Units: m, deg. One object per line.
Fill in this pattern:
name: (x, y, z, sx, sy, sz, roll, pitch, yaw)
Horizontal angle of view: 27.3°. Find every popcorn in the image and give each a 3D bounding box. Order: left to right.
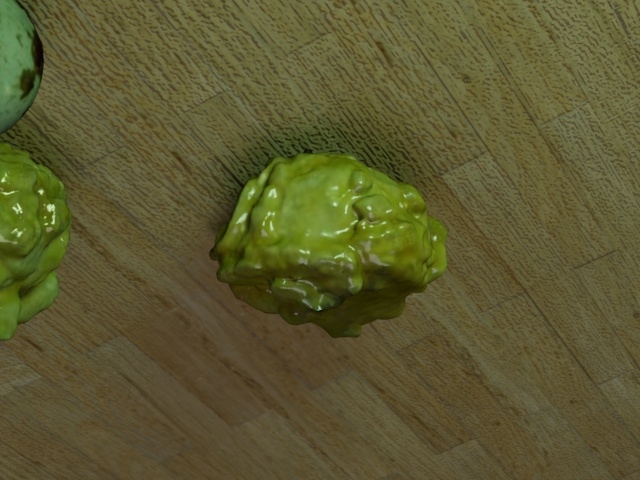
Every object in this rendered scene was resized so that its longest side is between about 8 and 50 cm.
popcorn: (-0.377, 0.001, 1.330, 0.256, 0.195, 0.255, -32, 142, -5)
popcorn: (0.000, 0.000, 1.426, 0.266, 0.192, 0.233, -13, 159, 38)

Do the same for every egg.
egg: (-0.362, -0.167, 1.170, 0.231, 0.169, 0.169, 8, 135, -1)
